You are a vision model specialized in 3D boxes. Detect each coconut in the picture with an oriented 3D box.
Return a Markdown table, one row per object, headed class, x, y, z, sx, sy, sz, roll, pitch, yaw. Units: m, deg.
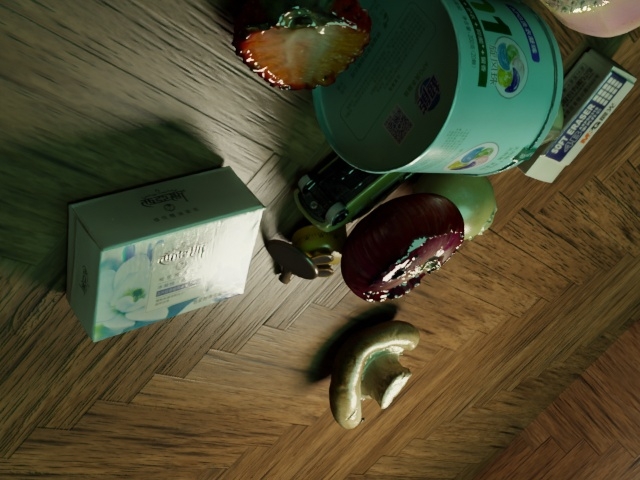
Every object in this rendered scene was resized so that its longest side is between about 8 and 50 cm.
| class | x | y | z | sx | sy | sz | roll | pitch | yaw |
| --- | --- | --- | --- | --- | --- | --- | --- | --- | --- |
| coconut | 0.452 | -0.445 | 1.502 | 0.233 | 0.233 | 0.245 | -51 | 156 | 17 |

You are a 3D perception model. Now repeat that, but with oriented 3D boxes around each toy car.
| class | x | y | z | sx | sy | sz | roll | pitch | yaw |
| --- | --- | --- | --- | --- | --- | --- | --- | --- | --- |
| toy car | 0.078 | -0.113 | 1.646 | 0.257 | 0.101 | 0.124 | -40 | 157 | -2 |

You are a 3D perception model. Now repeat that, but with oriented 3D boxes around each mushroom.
| class | x | y | z | sx | sy | sz | roll | pitch | yaw |
| --- | --- | --- | --- | --- | --- | --- | --- | --- | --- |
| mushroom | 0.097 | 0.287 | 2.134 | 0.285 | 0.156 | 0.151 | -54 | 135 | 1 |

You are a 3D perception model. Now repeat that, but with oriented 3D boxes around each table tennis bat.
| class | x | y | z | sx | sy | sz | roll | pitch | yaw |
| --- | --- | --- | --- | --- | --- | --- | --- | --- | --- |
| table tennis bat | -0.081 | 0.083 | 1.703 | 0.119 | 0.107 | 0.170 | -55 | 176 | -22 |

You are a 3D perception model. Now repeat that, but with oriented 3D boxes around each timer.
| class | x | y | z | sx | sy | sz | roll | pitch | yaw |
| --- | --- | --- | --- | --- | --- | --- | --- | --- | --- |
| timer | 0.000 | 0.000 | 1.736 | 0.107 | 0.109 | 0.107 | -4 | 153 | -2 |

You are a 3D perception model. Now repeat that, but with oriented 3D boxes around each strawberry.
| class | x | y | z | sx | sy | sz | roll | pitch | yaw |
| --- | --- | --- | --- | --- | --- | --- | --- | --- | --- |
| strawberry | -0.030 | -0.299 | 1.306 | 0.190 | 0.111 | 0.236 | -4 | 165 | -4 |

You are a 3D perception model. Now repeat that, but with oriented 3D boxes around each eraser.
| class | x | y | z | sx | sy | sz | roll | pitch | yaw |
| --- | --- | --- | --- | --- | --- | --- | --- | --- | --- |
| eraser | 0.515 | -0.252 | 1.944 | 0.124 | 0.081 | 0.279 | 8 | 125 | -50 |

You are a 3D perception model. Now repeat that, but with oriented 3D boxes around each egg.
| class | x | y | z | sx | sy | sz | roll | pitch | yaw |
| --- | --- | --- | --- | --- | --- | --- | --- | --- | --- |
| egg | 0.259 | -0.078 | 1.824 | 0.164 | 0.164 | 0.201 | -50 | 159 | 16 |

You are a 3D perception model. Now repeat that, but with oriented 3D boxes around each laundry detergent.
| class | x | y | z | sx | sy | sz | roll | pitch | yaw |
| --- | --- | --- | --- | --- | --- | --- | --- | --- | --- |
| laundry detergent | 0.191 | -0.241 | 1.427 | 0.305 | 0.287 | 0.287 | -3 | 133 | -43 |

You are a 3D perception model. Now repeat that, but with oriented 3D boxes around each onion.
| class | x | y | z | sx | sy | sz | roll | pitch | yaw |
| --- | --- | --- | --- | --- | --- | --- | --- | --- | --- |
| onion | 0.140 | 0.008 | 1.675 | 0.248 | 0.161 | 0.248 | -46 | 172 | -8 |

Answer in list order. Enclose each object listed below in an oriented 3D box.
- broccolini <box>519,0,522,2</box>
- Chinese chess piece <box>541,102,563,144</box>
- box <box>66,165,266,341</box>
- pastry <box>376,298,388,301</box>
| class | x | y | z | sx | sy | sz | roll | pitch | yaw |
| --- | --- | --- | --- | --- | --- | --- | --- | --- | --- |
| broccolini | 0.296 | -0.489 | 1.428 | 0.079 | 0.074 | 0.392 | -45 | 150 | -8 |
| Chinese chess piece | 0.320 | -0.210 | 1.682 | 0.238 | 0.092 | 0.238 | -11 | 174 | -1 |
| box | -0.243 | 0.018 | 1.460 | 0.274 | 0.116 | 0.203 | -17 | 141 | -32 |
| pastry | 0.175 | 0.040 | 1.940 | 0.208 | 0.097 | 0.115 | -37 | 152 | -8 |
